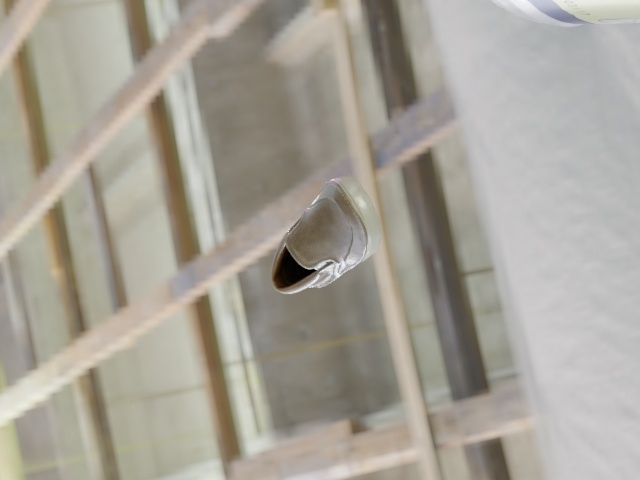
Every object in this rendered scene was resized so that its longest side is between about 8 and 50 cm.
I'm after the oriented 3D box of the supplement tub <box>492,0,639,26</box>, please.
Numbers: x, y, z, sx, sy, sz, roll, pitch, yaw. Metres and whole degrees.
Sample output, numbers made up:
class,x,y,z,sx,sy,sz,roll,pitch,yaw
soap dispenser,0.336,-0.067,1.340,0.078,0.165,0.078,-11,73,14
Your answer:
class,x,y,z,sx,sy,sz,roll,pitch,yaw
supplement tub,0.229,-0.221,0.882,0.325,0.235,0.235,3,-76,37

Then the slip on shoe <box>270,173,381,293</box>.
class,x,y,z,sx,sy,sz,roll,pitch,yaw
slip on shoe,0.000,0.000,1.184,0.051,0.041,0.135,60,-22,6
